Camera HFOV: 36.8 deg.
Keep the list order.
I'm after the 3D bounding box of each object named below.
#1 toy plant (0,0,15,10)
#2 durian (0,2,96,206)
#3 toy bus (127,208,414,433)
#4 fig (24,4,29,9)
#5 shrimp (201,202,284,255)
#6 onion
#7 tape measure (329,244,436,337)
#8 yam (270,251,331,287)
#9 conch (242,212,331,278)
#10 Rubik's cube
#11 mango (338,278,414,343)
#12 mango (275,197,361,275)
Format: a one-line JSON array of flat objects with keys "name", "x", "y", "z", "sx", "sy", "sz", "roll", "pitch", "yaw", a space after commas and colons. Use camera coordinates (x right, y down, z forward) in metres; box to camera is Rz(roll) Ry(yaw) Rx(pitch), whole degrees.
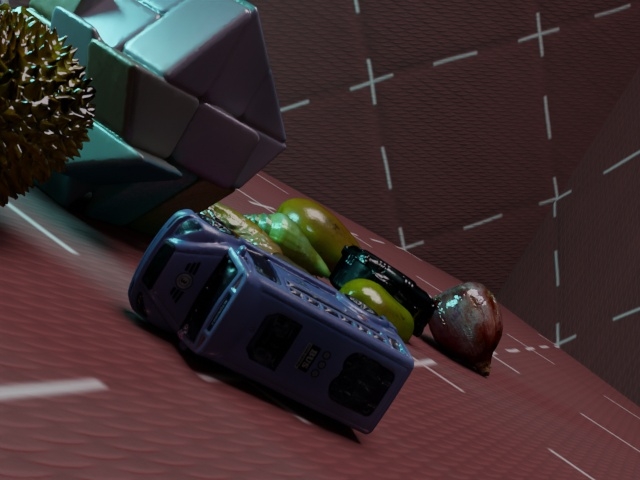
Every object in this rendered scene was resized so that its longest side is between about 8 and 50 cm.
[{"name": "toy plant", "x": -0.574, "y": -0.335, "z": 1.600, "sx": 0.247, "sy": 0.247, "sz": 0.332, "roll": 32, "pitch": -1, "yaw": 9}, {"name": "durian", "x": -0.362, "y": -0.144, "z": 0.971, "sx": 0.258, "sy": 0.258, "sz": 0.293, "roll": 27, "pitch": 17, "yaw": -34}, {"name": "toy bus", "x": -0.051, "y": 0.089, "z": 1.010, "sx": 0.292, "sy": 0.125, "sz": 0.133, "roll": 30, "pitch": 6, "yaw": -22}, {"name": "fig", "x": -0.544, "y": -0.358, "z": 1.896, "sx": 0.224, "sy": 0.224, "sz": 0.263, "roll": 29, "pitch": 10, "yaw": -12}, {"name": "shrimp", "x": -0.181, "y": -0.023, "z": 1.637, "sx": 0.287, "sy": 0.063, "sz": 0.152, "roll": 33, "pitch": 18, "yaw": 3}, {"name": "onion", "x": 0.304, "y": 0.182, "z": 1.951, "sx": 0.159, "sy": 0.159, "sz": 0.195, "roll": 17, "pitch": 48, "yaw": -67}, {"name": "tape measure", "x": 0.103, "y": 0.091, "z": 1.822, "sx": 0.186, "sy": 0.112, "sz": 0.199, "roll": 36, "pitch": -2, "yaw": -28}, {"name": "yam", "x": -0.003, "y": 0.108, "z": 1.179, "sx": 0.194, "sy": 0.107, "sz": 0.107, "roll": 33, "pitch": 6, "yaw": 12}, {"name": "conch", "x": -0.071, "y": 0.003, "z": 1.856, "sx": 0.201, "sy": 0.079, "sz": 0.095, "roll": 47, "pitch": -15, "yaw": -26}, {"name": "Rubik's cube", "x": -0.245, "y": -0.193, "z": 1.335, "sx": 0.358, "sy": 0.368, "sz": 0.387, "roll": 34, "pitch": -27, "yaw": 30}, {"name": "mango", "x": 0.096, "y": 0.123, "z": 1.601, "sx": 0.163, "sy": 0.089, "sz": 0.117, "roll": 28, "pitch": 7, "yaw": -30}, {"name": "mango", "x": -0.002, "y": -0.003, "z": 2.028, "sx": 0.221, "sy": 0.120, "sz": 0.151, "roll": 36, "pitch": 7, "yaw": -18}]
